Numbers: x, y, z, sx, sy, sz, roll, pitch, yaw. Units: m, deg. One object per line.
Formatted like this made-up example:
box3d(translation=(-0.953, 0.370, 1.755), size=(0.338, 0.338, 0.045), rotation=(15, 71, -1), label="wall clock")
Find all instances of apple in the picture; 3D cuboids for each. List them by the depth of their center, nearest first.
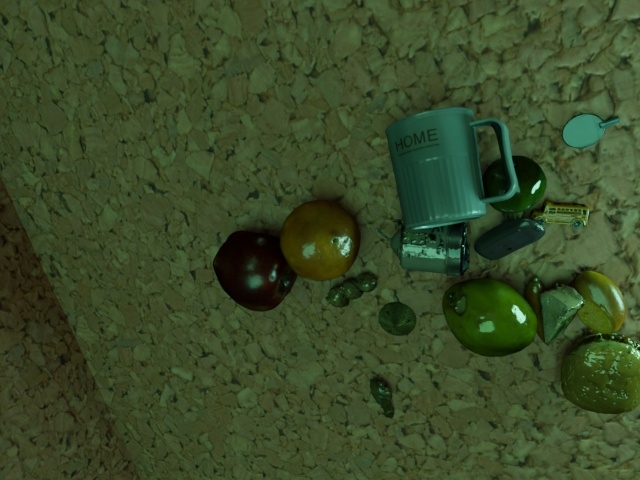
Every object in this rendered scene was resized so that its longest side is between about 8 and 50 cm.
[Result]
box3d(translation=(-0.233, 0.104, 1.805), size=(0.317, 0.288, 0.288), rotation=(19, 116, 32), label="apple")

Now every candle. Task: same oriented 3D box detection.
box3d(translation=(0.334, 0.013, 1.645), size=(0.330, 0.187, 0.187), rotation=(6, 112, 18), label="candle")

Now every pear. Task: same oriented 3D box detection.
box3d(translation=(0.559, 0.256, 1.628), size=(0.321, 0.269, 0.269), rotation=(24, 116, -5), label="pear")

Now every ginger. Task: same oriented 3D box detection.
box3d(translation=(0.118, 0.185, 1.835), size=(0.204, 0.080, 0.104), rotation=(-34, 129, 26), label="ginger")

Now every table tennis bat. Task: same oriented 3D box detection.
box3d(translation=(0.800, -0.332, 1.451), size=(0.155, 0.019, 0.100), rotation=(-19, 103, 25), label="table tennis bat")

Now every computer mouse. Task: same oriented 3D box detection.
box3d(translation=(0.606, -0.007, 1.583), size=(0.120, 0.057, 0.232), rotation=(26, 143, -19), label="computer mouse")

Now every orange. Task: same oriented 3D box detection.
box3d(translation=(0.000, 0.000, 1.692), size=(0.284, 0.284, 0.226), rotation=(60, 156, -10), label="orange")

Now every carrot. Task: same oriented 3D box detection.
box3d(translation=(0.738, 0.247, 1.674), size=(0.062, 0.066, 0.271), rotation=(15, 124, 55), label="carrot")

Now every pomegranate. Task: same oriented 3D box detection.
box3d(translation=(0.594, -0.149, 1.512), size=(0.187, 0.187, 0.225), rotation=(-7, 132, 20), label="pomegranate")

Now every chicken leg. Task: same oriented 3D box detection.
box3d(translation=(0.257, 0.644, 1.974), size=(0.085, 0.069, 0.198), rotation=(-11, 113, 23), label="chicken leg")

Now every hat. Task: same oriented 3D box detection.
box3d(translation=(0.283, 0.310, 1.835), size=(0.146, 0.067, 0.146), rotation=(6, 111, 16), label="hat")

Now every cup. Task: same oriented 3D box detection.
box3d(translation=(0.380, -0.207, 1.461), size=(0.331, 0.257, 0.311), rotation=(-8, 87, 1), label="cup")

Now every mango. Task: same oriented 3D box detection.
box3d(translation=(0.894, 0.191, 1.578), size=(0.141, 0.102, 0.217), rotation=(-23, 98, 50), label="mango")

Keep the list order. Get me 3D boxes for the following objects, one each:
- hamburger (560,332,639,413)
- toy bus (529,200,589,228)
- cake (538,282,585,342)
box3d(translation=(0.946, 0.442, 1.633), size=(0.259, 0.144, 0.283), rotation=(3, 105, 20), label="hamburger")
box3d(translation=(0.745, -0.084, 1.534), size=(0.162, 0.069, 0.074), rotation=(5, 111, 14), label="toy bus")
box3d(translation=(0.776, 0.234, 1.632), size=(0.117, 0.086, 0.220), rotation=(56, 161, 34), label="cake")
